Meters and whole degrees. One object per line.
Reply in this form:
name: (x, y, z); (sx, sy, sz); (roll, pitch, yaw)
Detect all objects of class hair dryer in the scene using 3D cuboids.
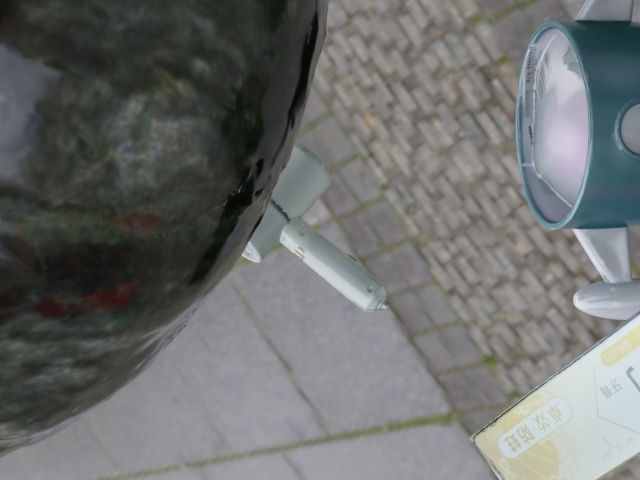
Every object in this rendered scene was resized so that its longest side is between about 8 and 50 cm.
hair dryer: (0.000, 0.000, 1.086); (0.137, 0.082, 0.047); (40, 164, 11)

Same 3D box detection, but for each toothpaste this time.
toothpaste: (0.203, 0.053, 0.805); (0.071, 0.089, 0.313); (57, 139, 11)

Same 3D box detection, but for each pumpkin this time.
pumpkin: (-0.184, -0.105, 0.776); (0.344, 0.454, 0.454); (20, 168, -32)

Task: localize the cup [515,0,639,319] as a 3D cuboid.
cup: (0.253, -0.088, 1.158); (0.167, 0.173, 0.300); (-145, 55, -78)
